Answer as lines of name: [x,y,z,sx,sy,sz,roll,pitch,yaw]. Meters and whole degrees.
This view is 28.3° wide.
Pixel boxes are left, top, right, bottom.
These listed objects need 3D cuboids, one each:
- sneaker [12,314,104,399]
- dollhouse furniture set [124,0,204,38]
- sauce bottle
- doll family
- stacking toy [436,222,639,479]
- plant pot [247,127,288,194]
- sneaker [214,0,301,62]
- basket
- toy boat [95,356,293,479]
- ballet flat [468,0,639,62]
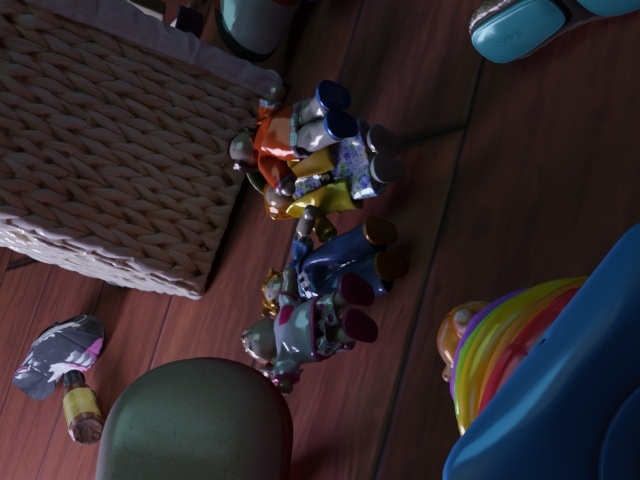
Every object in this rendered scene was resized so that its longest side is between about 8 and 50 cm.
sneaker: [-0.327,0.128,1.591,0.178,0.072,0.077,-32,30,40]
dollhouse furniture set: [-0.223,-0.311,1.714,0.081,0.114,0.091,-34,42,54]
sauce bottle: [-0.278,0.189,1.474,0.042,0.042,0.128,-59,27,14]
doll family: [0.000,0.000,1.068,0.163,0.118,0.263,-21,68,47]
stacking toy: [0.129,0.082,0.709,0.175,0.166,0.302,-51,15,-4]
plant pot: [-0.038,-0.085,1.226,0.083,0.083,0.079,-63,15,5]
sneaker: [-0.029,-0.330,1.380,0.145,0.090,0.270,-30,37,52]
basket: [-0.278,-0.113,1.407,0.328,0.331,0.266,3,73,62]
toy boat: [-0.090,0.209,1.009,0.151,0.151,0.231,6,85,18]
ballet flat: [0.184,-0.189,0.905,0.206,0.073,0.067,-15,41,53]
